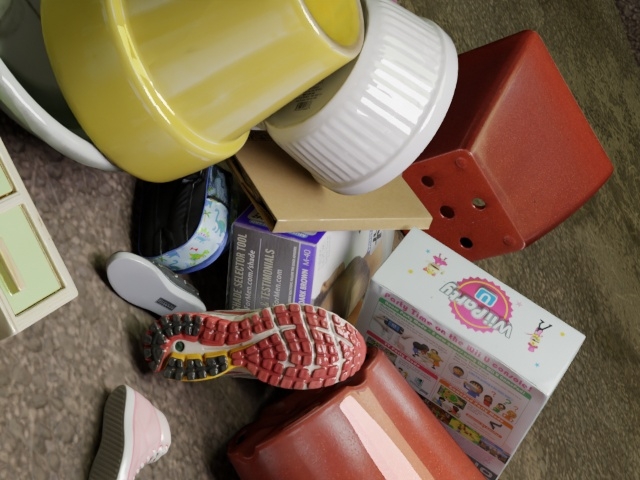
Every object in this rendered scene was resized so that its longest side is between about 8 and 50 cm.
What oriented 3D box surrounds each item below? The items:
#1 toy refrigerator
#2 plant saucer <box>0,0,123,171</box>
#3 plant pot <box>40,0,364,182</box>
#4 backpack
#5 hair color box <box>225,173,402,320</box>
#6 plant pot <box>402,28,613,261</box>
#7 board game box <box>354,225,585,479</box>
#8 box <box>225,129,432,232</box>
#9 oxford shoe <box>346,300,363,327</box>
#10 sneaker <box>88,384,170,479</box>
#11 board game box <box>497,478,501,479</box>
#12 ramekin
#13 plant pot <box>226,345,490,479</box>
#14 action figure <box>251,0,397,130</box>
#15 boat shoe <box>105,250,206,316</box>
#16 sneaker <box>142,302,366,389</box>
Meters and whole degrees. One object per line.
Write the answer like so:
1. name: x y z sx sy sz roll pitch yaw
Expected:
1. toy refrigerator: -0.324 -0.044 1.173 0.269 0.094 0.102 65 30 -7
2. plant saucer: -0.284 -0.246 1.346 0.400 0.100 0.400 44 36 -44
3. plant pot: -0.100 -0.211 1.298 0.254 0.239 0.254 44 35 -43
4. backpack: -0.140 -0.021 1.449 0.084 0.105 0.114 38 45 -41
5. hair color box: 0.000 0.000 1.580 0.339 0.110 0.185 -50 151 -56
6. plant pot: 0.229 -0.107 1.977 0.267 0.267 0.236 55 44 -21
7. board game box: 0.139 0.157 1.517 0.224 0.303 0.097 34 55 12
8. box: 0.002 -0.066 1.470 0.201 0.021 0.164 -1 40 -33
9. oxford shoe: 0.004 0.112 1.635 0.076 0.076 0.212 51 30 -3
10. sneaker: -0.178 0.208 1.290 0.070 0.051 0.134 39 36 -32
11. board game box: 0.219 0.439 1.815 0.145 0.027 0.281 40 40 -42
12. ramekin: 0.031 -0.161 1.389 0.109 0.207 0.207 31 46 -34
13. plant pot: 0.052 0.276 1.439 0.265 0.272 0.272 56 31 -5
14. action figure: -0.041 -0.268 1.627 0.276 0.248 0.370 62 28 -9
15. boat shoe: -0.175 0.047 1.413 0.142 0.049 0.040 40 21 -42
16. sneaker: -0.064 0.103 1.391 0.093 0.225 0.088 -9 103 -83
